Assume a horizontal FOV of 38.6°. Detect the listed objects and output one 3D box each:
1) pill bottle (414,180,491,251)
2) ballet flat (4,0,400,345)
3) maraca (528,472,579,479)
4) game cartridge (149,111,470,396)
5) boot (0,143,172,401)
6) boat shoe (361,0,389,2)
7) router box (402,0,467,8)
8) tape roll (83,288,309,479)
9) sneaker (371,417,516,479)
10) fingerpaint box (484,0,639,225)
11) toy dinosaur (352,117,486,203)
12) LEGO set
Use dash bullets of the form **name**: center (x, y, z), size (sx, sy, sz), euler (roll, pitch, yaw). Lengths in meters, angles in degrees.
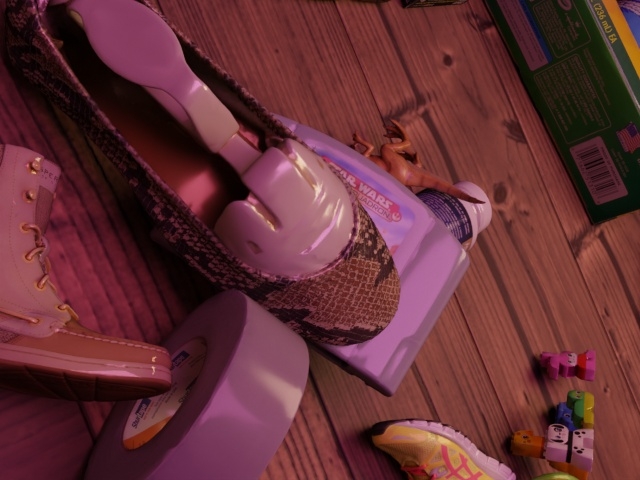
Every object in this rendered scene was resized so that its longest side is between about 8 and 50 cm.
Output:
- **pill bottle**: center (0.128, -0.011, 1.091), size (0.169, 0.094, 0.094), euler (-29, 93, -38)
- **ballet flat**: center (-0.106, -0.088, 0.828), size (0.483, 0.182, 0.164), euler (44, 72, 1)
- **maraca**: center (0.265, 0.361, 1.074), size (0.127, 0.099, 0.185), euler (0, 100, -16)
- **game cartridge**: center (0.000, 0.000, 0.952), size (0.297, 0.062, 0.198), euler (34, 77, -3)
- **boot**: center (-0.239, 0.025, 0.779), size (0.262, 0.095, 0.203), euler (9, 63, 0)
- **boat shoe**: center (0.022, -0.345, 1.148), size (0.190, 0.068, 0.072), euler (-3, 65, -46)
- **router box**: center (0.154, -0.372, 1.258), size (0.122, 0.038, 0.092), euler (-16, 86, -38)
- **tape roll**: center (-0.109, 0.150, 0.793), size (0.072, 0.219, 0.219), euler (40, 56, -19)
- **sneaker**: center (0.136, 0.267, 1.020), size (0.208, 0.081, 0.094), euler (33, 61, -24)
- **fingerpaint box**: center (0.474, -0.304, 1.388), size (0.371, 0.163, 0.444), euler (-28, 93, -38)
- **toy dinosaur**: center (0.096, -0.083, 1.089), size (0.211, 0.064, 0.112), euler (14, 44, 9)
- **LEGO set**: center (0.288, 0.226, 1.138), size (0.227, 0.093, 0.087), euler (-57, 149, -61)
